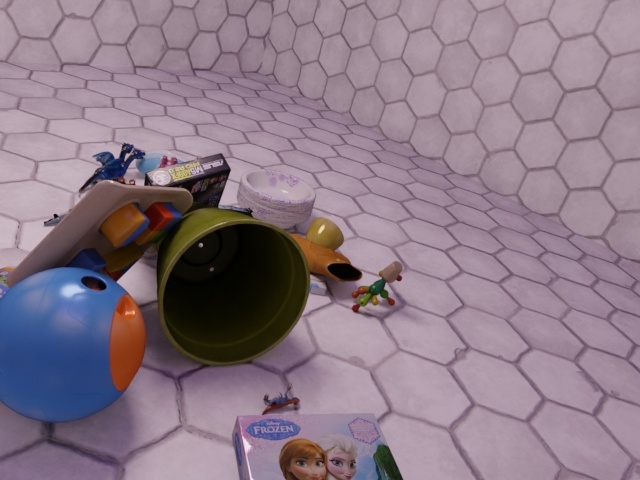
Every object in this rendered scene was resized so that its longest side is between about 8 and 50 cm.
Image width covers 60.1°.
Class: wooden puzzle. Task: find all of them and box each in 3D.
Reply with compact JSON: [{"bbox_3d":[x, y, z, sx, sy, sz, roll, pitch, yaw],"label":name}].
[{"bbox_3d":[-0.456,0.007,1.232,0.081,0.322,0.348,50,10,9],"label":"wooden puzzle"}]

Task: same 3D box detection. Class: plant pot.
[{"bbox_3d":[0.000,0.000,1.919,0.134,0.134,0.095,27,52,19],"label":"plant pot"},{"bbox_3d":[-0.266,0.069,1.418,0.366,0.367,0.353,1,18,-29],"label":"plant pot"}]

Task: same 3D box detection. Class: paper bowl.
[{"bbox_3d":[-0.168,-0.144,2.045,0.283,0.148,0.284,13,27,-7],"label":"paper bowl"}]

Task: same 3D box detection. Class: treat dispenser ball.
[{"bbox_3d":[-0.483,0.195,1.055,0.287,0.289,0.288,14,27,-7],"label":"treat dispenser ball"}]

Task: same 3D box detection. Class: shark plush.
[{"bbox_3d":[-0.738,-0.064,1.661,0.161,0.073,0.067,-1,62,-41],"label":"shark plush"}]

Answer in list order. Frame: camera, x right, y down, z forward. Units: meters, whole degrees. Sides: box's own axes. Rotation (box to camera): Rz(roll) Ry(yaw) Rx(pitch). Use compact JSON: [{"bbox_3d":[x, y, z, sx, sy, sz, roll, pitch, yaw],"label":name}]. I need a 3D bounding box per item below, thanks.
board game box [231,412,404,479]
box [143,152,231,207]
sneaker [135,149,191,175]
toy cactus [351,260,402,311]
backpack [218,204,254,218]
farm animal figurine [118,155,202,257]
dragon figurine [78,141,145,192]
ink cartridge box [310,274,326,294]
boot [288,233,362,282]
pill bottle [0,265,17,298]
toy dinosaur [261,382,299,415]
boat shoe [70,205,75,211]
[{"bbox_3d":[0.009,0.476,1.068,0.318,0.066,0.318,6,29,-22],"label":"board game box"},{"bbox_3d":[-0.377,-0.114,1.515,0.216,0.270,0.060,-21,71,-32],"label":"box"},{"bbox_3d":[-0.535,-0.227,2.010,0.318,0.127,0.208,14,26,-5],"label":"sneaker"},{"bbox_3d":[0.197,0.138,1.715,0.218,0.181,0.112,-20,65,-44],"label":"toy cactus"},{"bbox_3d":[-0.294,-0.042,1.783,0.173,0.117,0.158,13,27,-33],"label":"backpack"},{"bbox_3d":[-0.470,-0.100,1.762,0.330,0.172,0.327,-18,61,-30],"label":"farm animal figurine"},{"bbox_3d":[-0.736,-0.256,1.919,0.085,0.144,0.289,27,28,20],"label":"dragon figurine"},{"bbox_3d":[-0.013,0.135,1.742,0.048,0.028,0.083,11,27,-14],"label":"ink cartridge box"},{"bbox_3d":[-0.024,0.056,1.748,0.294,0.104,0.211,14,5,-23],"label":"boot"},{"bbox_3d":[-0.694,0.174,1.119,0.152,0.153,0.272,20,27,4],"label":"pill bottle"},{"bbox_3d":[-0.089,0.371,1.263,0.082,0.047,0.090,21,59,-12],"label":"toy dinosaur"},{"bbox_3d":[-0.634,0.018,1.501,0.104,0.113,0.306,9,30,-31],"label":"boat shoe"}]
